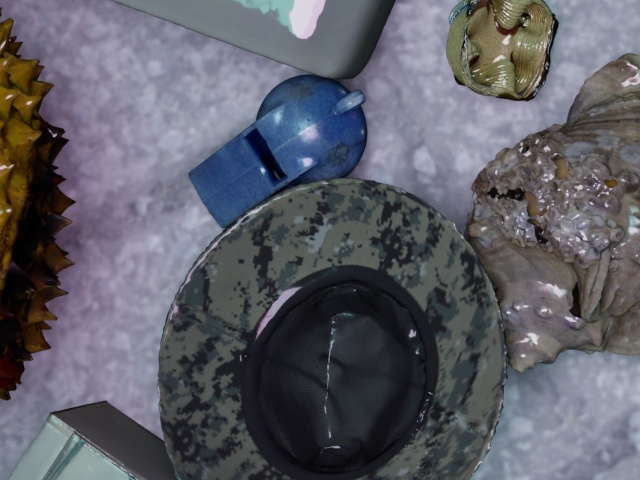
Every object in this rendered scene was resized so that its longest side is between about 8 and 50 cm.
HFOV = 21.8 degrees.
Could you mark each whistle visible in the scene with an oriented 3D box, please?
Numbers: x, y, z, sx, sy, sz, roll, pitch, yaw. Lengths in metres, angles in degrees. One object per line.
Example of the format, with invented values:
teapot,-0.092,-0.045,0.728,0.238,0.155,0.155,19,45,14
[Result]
whistle,-0.019,-0.072,1.215,0.158,0.090,0.090,-32,83,46

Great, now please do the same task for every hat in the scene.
hat,0.125,-0.144,1.197,0.076,0.059,0.077,8,102,-25
hat,0.016,0.096,1.173,0.265,0.128,0.266,-2,78,11

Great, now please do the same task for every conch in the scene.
conch,0.194,-0.019,1.143,0.178,0.163,0.245,21,76,15

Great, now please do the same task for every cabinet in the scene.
cabinet,-0.130,0.234,1.183,0.206,0.150,0.145,34,94,8

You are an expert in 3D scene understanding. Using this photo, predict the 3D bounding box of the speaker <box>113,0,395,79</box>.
speaker,-0.124,-0.262,1.177,0.406,0.183,0.184,21,98,8

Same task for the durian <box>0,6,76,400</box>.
durian,-0.325,-0.019,1.132,0.347,0.347,0.384,-10,98,8
